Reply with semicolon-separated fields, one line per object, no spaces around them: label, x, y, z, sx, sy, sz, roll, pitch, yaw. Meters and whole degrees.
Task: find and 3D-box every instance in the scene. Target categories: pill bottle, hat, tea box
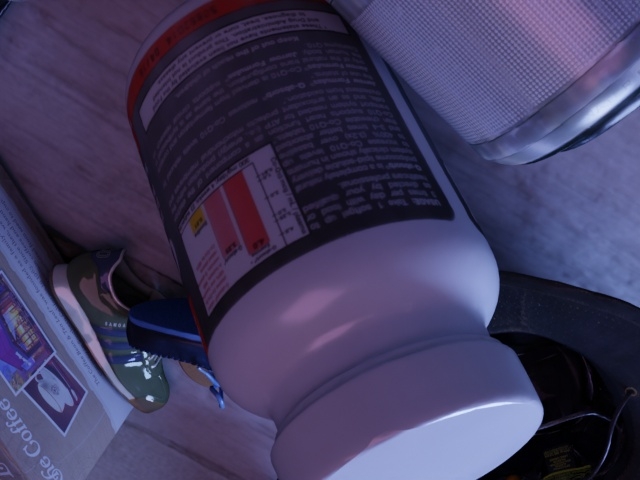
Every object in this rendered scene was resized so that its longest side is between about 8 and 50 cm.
pill bottle;0.000;0.000;0.652;0.210;0.363;0.210;-17;149;-11
hat;0.186;0.130;0.814;0.331;0.134;0.331;7;125;10
tea box;-0.418;0.126;0.911;0.323;0.220;0.329;-20;109;22

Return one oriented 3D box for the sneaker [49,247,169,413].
sneaker;-0.189;0.090;0.923;0.086;0.064;0.192;-24;112;12

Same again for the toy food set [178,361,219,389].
toy food set;-0.111;0.118;0.942;0.083;0.020;0.082;-36;101;26

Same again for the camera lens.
camera lens;0.120;-0.205;0.620;0.274;0.219;0.219;43;117;-8

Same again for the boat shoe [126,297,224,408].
boat shoe;-0.062;0.121;0.868;0.258;0.109;0.089;12;110;2

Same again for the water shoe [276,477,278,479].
water shoe;-0.037;0.323;1.002;0.073;0.080;0.203;-6;143;-30

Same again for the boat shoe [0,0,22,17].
boat shoe;-0.275;-0.250;0.769;0.102;0.108;0.301;29;111;1
